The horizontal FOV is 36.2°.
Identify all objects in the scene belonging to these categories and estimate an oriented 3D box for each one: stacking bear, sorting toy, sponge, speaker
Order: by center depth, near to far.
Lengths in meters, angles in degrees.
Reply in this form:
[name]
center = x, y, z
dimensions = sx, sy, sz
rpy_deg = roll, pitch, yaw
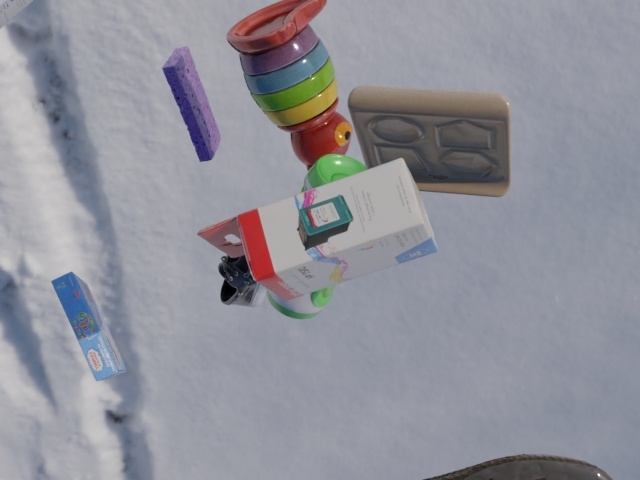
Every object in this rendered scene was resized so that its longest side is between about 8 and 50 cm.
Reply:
[sorting toy]
center = 0.142, -0.126, 1.225
dimensions = 0.192, 0.038, 0.208
rpy_deg = 5, 154, 13
[stacking bear]
center = -0.033, -0.256, 1.698
dimensions = 0.164, 0.175, 0.289
rpy_deg = -2, 125, 38
[speaker]
center = -0.003, -0.002, 1.700
dimensions = 0.131, 0.131, 0.297
rpy_deg = 12, 129, -14
[sponge]
center = -0.252, -0.271, 1.951
dimensions = 0.031, 0.117, 0.210
rpy_deg = -12, 118, 12

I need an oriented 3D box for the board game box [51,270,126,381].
[board game box]
center = -0.349, 0.135, 1.496
dimensions = 0.039, 0.160, 0.211
rpy_deg = -25, 176, -9

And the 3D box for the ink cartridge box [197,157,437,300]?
[ink cartridge box]
center = 0.000, 0.000, 1.052
dimensions = 0.230, 0.078, 0.134
rpy_deg = -19, 163, 9

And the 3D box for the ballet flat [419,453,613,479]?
[ballet flat]
center = 0.097, 0.209, 0.734
dimensions = 0.249, 0.058, 0.084
rpy_deg = -14, 90, 4

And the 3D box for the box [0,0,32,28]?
[box]
center = -0.476, -0.399, 1.433
dimensions = 0.126, 0.137, 0.072
rpy_deg = 44, 168, 1

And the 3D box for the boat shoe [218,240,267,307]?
[boat shoe]
center = -0.124, 0.045, 1.541
dimensions = 0.076, 0.080, 0.228
rpy_deg = -5, 158, -13
